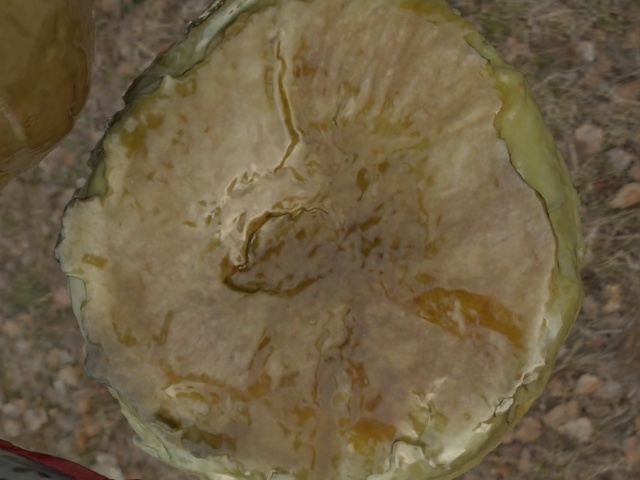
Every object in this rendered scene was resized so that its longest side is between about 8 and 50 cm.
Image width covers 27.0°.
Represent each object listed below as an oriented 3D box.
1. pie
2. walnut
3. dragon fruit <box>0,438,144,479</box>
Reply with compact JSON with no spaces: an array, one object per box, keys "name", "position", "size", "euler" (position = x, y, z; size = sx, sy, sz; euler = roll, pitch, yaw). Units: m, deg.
[{"name":"pie","position":[0.000,0.000,0.802],"size":[0.339,0.083,0.340],"euler":[-2,80,9]},{"name":"walnut","position":[-0.243,-0.122,0.775],"size":[0.228,0.228,0.228],"euler":[7,102,34]},{"name":"dragon fruit","position":[-0.155,0.195,0.422],"size":[0.290,0.290,0.189],"euler":[17,119,32]}]
